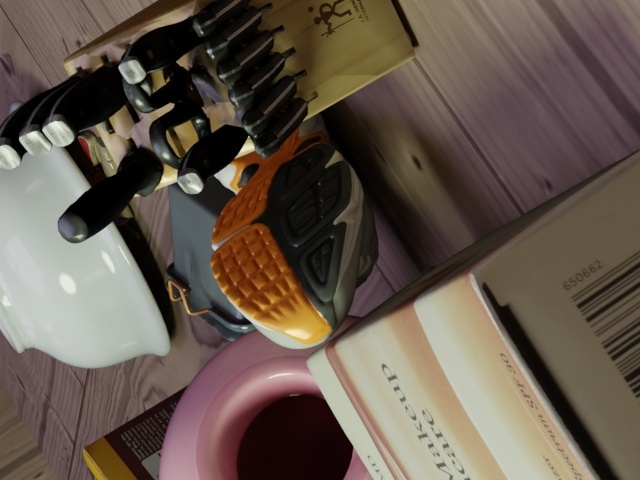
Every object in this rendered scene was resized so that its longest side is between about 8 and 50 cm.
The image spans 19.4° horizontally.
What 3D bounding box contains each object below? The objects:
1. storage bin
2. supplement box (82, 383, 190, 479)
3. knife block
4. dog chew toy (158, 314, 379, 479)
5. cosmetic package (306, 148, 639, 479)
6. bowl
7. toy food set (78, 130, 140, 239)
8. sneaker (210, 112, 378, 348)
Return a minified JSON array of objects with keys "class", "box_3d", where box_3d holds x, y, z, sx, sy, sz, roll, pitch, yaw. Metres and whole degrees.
[{"class":"storage bin","box_3d":[-0.069,0.005,1.405,0.135,0.098,0.091,34,139,53]},{"class":"supplement box","box_3d":[-0.065,0.218,1.548,0.129,0.194,0.191,45,157,39]},{"class":"knife block","box_3d":[-0.084,-0.084,1.044,0.088,0.242,0.276,64,162,-12]},{"class":"dog chew toy","box_3d":[0.026,0.176,1.231,0.206,0.206,0.332,50,180,27]},{"class":"cosmetic package","box_3d":[0.112,0.069,0.943,0.153,0.129,0.296,57,163,3]},{"class":"bowl","box_3d":[-0.282,0.019,1.880,0.298,0.134,0.298,55,168,18]},{"class":"toy food set","box_3d":[-0.209,-0.055,1.789,0.078,0.019,0.122,39,153,47]},{"class":"sneaker","box_3d":[0.000,0.000,1.146,0.121,0.099,0.262,54,-167,-27]}]
